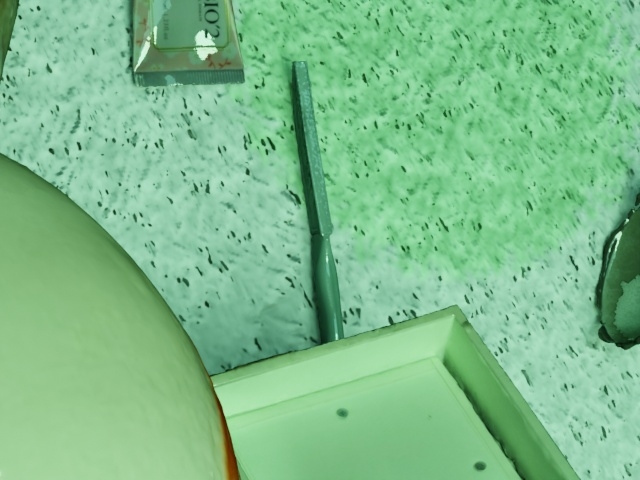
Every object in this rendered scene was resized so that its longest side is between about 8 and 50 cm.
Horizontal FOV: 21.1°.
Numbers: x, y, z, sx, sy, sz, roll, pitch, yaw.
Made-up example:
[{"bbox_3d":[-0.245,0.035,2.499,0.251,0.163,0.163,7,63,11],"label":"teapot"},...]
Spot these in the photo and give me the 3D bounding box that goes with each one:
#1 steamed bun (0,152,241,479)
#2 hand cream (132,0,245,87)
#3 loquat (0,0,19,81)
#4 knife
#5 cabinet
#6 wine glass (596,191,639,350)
[{"bbox_3d":[-0.170,0.126,0.713,0.241,0.374,0.374,-8,77,-43],"label":"steamed bun"},{"bbox_3d":[-0.086,-0.192,0.993,0.067,0.043,0.209,-5,84,-24],"label":"hand cream"},{"bbox_3d":[-0.241,-0.112,0.844,0.179,0.179,0.227,17,64,-14],"label":"loquat"},{"bbox_3d":[0.001,0.000,0.976,0.015,0.028,0.210,-7,76,-1],"label":"knife"},{"bbox_3d":[0.021,0.164,0.814,0.145,0.206,0.150,-15,51,-22],"label":"cabinet"},{"bbox_3d":[0.267,0.042,1.013,0.183,0.122,0.122,23,69,-14],"label":"wine glass"}]
